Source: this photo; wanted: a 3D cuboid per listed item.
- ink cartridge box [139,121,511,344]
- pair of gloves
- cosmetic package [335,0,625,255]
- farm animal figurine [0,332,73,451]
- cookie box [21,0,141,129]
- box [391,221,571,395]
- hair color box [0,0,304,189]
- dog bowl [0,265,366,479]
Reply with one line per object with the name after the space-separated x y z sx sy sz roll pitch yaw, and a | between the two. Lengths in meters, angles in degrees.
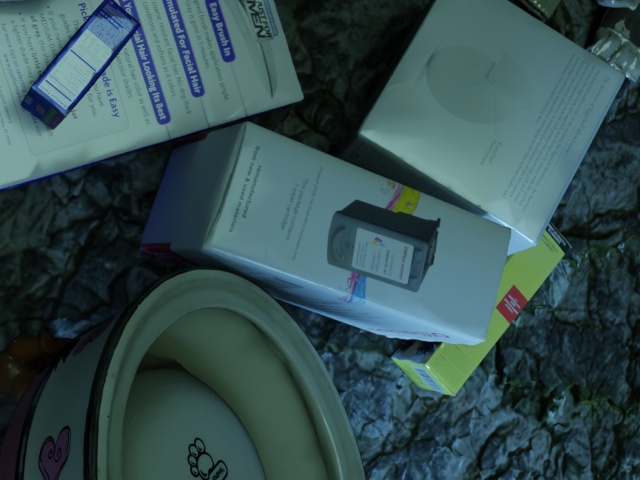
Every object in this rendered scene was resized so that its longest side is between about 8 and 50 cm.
0.000 0.000 1.096 0.306 0.226 0.131 19 81 -24 | ink cartridge box
0.358 -0.332 1.360 0.240 0.042 0.204 31 81 -19 | pair of gloves
0.173 -0.134 1.198 0.225 0.138 0.224 31 77 -4 | cosmetic package
-0.274 0.268 0.996 0.330 0.172 0.327 66 27 -10 | farm animal figurine
-0.214 -0.156 0.959 0.040 0.092 0.107 40 75 -15 | cookie box
0.188 0.072 1.257 0.058 0.087 0.232 47 71 -17 | box
-0.206 -0.177 1.070 0.339 0.110 0.185 -19 96 -21 | hair color box
-0.114 0.237 0.959 0.408 0.150 0.407 40 40 -45 | dog bowl
